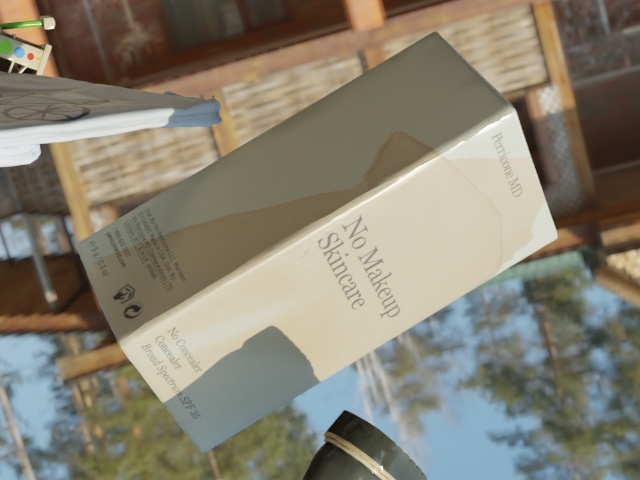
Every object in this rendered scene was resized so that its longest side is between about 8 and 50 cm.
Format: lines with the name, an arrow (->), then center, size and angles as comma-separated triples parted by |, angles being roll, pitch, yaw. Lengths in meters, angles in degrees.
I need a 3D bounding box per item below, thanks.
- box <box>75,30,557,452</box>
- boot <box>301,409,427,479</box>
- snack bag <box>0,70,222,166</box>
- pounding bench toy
box -> 0.000, 0.000, 0.962 | 0.311, 0.148, 0.121 | -32, -137, -2
boot -> 0.031, 0.223, 0.893 | 0.137, 0.198, 0.077 | -50, -151, -15
snack bag -> -0.300, -0.090, 0.994 | 0.323, 0.037, 0.342 | 12, -161, 42
pounding bench toy -> -0.306, -0.194, 1.311 | 0.065, 0.083, 0.052 | 20, 177, -28
